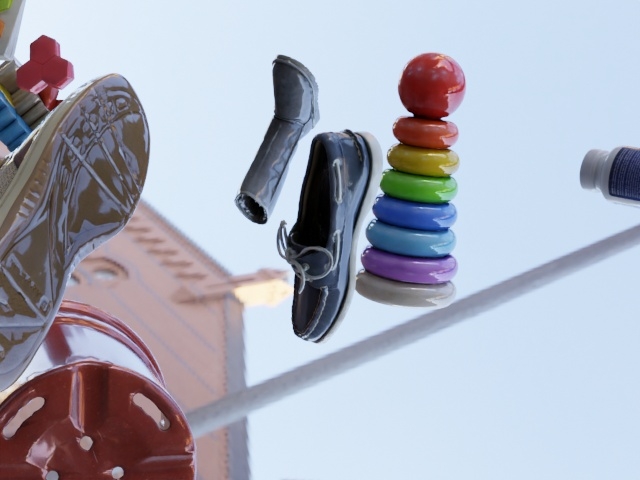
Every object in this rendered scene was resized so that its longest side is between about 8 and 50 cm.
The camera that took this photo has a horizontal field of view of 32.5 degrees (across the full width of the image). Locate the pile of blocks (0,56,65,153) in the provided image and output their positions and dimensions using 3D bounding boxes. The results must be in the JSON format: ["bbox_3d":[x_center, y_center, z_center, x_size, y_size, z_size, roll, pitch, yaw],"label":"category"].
[{"bbox_3d":[-0.447,-0.174,1.782,0.113,0.149,0.362,-38,-90,4],"label":"pile of blocks"}]

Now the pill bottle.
[{"bbox_3d":[0.352,-0.069,1.213,0.120,0.067,0.067,15,-72,38],"label":"pill bottle"}]

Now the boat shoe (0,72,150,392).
[{"bbox_3d":[-0.254,-0.019,0.913,0.123,0.342,0.123,-1,-44,24],"label":"boat shoe"}]

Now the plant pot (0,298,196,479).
[{"bbox_3d":[-0.250,0.201,1.076,0.265,0.272,0.272,-177,-99,-68],"label":"plant pot"}]

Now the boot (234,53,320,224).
[{"bbox_3d":[-0.074,-0.152,1.668,0.076,0.208,0.189,21,-25,27],"label":"boot"}]

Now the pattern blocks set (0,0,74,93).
[{"bbox_3d":[-0.482,-0.320,1.507,0.325,0.026,0.285,-3,-103,15],"label":"pattern blocks set"}]

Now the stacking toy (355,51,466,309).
[{"bbox_3d":[0.132,-0.082,1.448,0.141,0.141,0.330,19,-75,47],"label":"stacking toy"}]

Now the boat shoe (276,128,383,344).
[{"bbox_3d":[0.000,0.000,1.208,0.095,0.079,0.254,44,-54,45],"label":"boat shoe"}]
